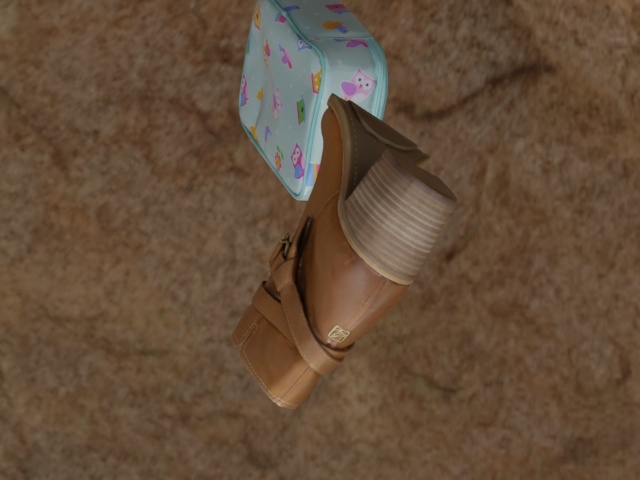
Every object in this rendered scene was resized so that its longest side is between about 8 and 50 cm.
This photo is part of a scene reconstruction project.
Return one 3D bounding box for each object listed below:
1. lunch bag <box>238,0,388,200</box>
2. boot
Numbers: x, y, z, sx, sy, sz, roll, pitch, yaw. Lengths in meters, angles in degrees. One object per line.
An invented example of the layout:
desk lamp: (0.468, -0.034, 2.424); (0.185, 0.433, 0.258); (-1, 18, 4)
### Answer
lunch bag: (-0.014, -0.182, 1.579); (0.108, 0.279, 0.224); (-3, 121, -20)
boot: (0.000, 0.000, 0.751); (0.073, 0.197, 0.152); (31, 103, -16)
